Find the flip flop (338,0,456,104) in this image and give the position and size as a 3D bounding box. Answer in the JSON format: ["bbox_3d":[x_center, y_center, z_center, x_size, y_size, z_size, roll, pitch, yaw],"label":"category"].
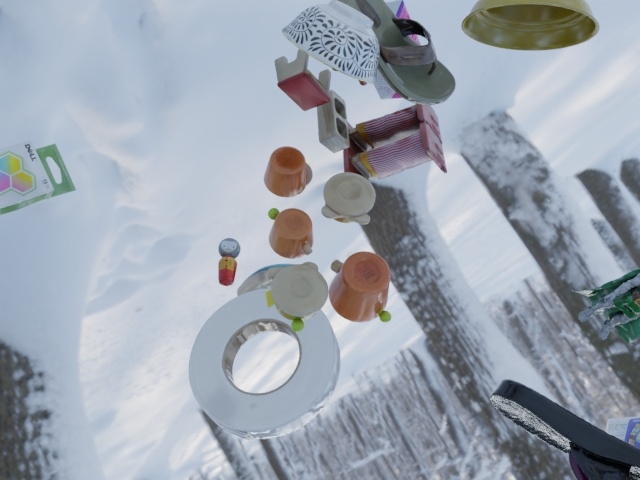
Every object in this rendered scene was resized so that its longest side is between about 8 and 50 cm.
[{"bbox_3d":[0.140,-0.339,1.201,0.080,0.277,0.112,-10,-138,52],"label":"flip flop"}]

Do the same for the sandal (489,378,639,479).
[{"bbox_3d":[0.469,0.391,1.165,0.107,0.445,0.167,-51,145,-17],"label":"sandal"}]

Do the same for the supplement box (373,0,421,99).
[{"bbox_3d":[0.174,-0.463,1.734,0.111,0.114,0.220,3,146,31],"label":"supplement box"}]

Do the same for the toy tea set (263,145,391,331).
[{"bbox_3d":[0.000,0.000,1.152,0.200,0.336,0.124,-3,149,-9],"label":"toy tea set"}]

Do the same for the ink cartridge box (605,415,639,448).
[{"bbox_3d":[0.786,0.604,1.801,0.303,0.072,0.307,100,8,-74],"label":"ink cartridge box"}]

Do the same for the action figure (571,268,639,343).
[{"bbox_3d":[0.525,0.102,1.180,0.063,0.137,0.232,-46,172,-26],"label":"action figure"}]

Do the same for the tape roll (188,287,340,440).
[{"bbox_3d":[-0.142,0.308,1.796,0.392,0.392,0.072,-31,147,-7],"label":"tape roll"}]

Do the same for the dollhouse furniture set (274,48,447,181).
[{"bbox_3d":[0.092,-0.250,1.447,0.201,0.152,0.374,-18,151,26],"label":"dollhouse furniture set"}]

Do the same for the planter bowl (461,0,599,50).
[{"bbox_3d":[0.344,-0.387,1.151,0.217,0.090,0.217,7,178,0],"label":"planter bowl"}]

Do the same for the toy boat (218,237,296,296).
[{"bbox_3d":[-0.184,0.108,2.168,0.267,0.148,0.318,-26,139,37],"label":"toy boat"}]

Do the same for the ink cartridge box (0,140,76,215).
[{"bbox_3d":[-0.583,-0.120,1.354,0.209,0.109,0.062,-24,178,-33],"label":"ink cartridge box"}]

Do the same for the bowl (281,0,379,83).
[{"bbox_3d":[0.032,-0.322,1.101,0.170,0.170,0.080,-11,136,-58],"label":"bowl"}]
